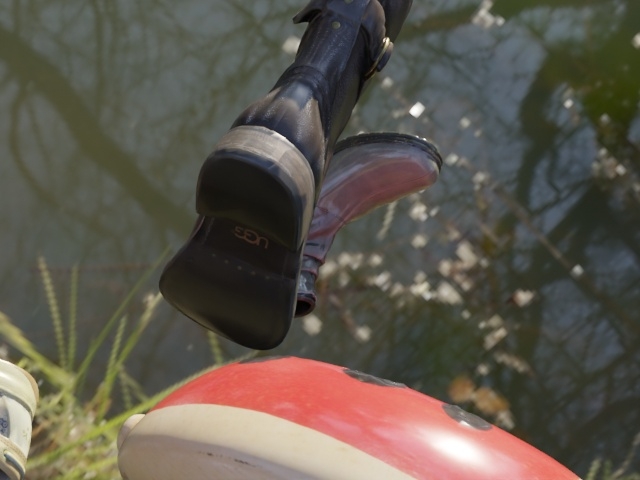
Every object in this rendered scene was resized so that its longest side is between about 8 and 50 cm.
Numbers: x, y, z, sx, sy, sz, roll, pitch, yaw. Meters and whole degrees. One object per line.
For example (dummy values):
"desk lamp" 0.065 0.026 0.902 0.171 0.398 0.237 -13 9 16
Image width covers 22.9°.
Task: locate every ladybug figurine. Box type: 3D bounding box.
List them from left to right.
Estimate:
"ladybug figurine" 0.051 0.215 1.240 0.449 0.305 0.162 22 65 10

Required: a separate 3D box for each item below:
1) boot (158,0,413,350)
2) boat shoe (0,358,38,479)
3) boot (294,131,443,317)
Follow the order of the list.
"boot" -0.007 -0.067 1.034 0.091 0.263 0.229 27 57 2
"boat shoe" -0.354 0.116 1.204 0.285 0.105 0.089 15 46 -19
"boot" 0.000 0.000 1.463 0.083 0.246 0.161 44 43 -41
